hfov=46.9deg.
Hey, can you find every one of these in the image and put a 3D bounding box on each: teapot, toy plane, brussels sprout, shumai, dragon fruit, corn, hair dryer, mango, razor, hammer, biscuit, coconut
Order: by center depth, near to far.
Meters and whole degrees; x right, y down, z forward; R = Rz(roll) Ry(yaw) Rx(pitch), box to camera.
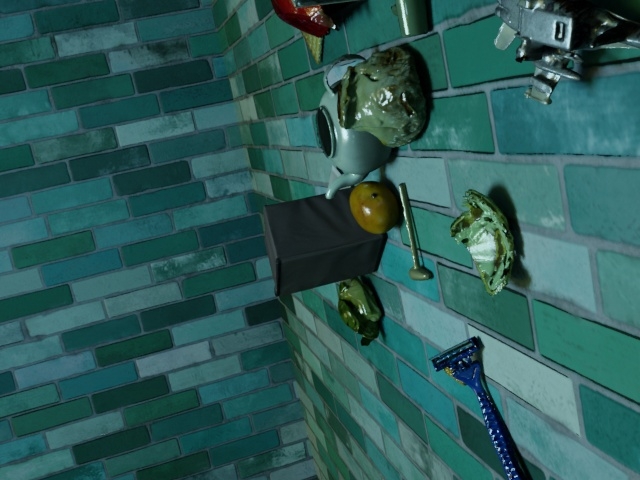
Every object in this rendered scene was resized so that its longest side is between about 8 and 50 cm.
[{"bbox_3d":[0.257,-0.216,0.745,0.262,0.088,0.192,-125,26,-57],"label":"toy plane"},{"bbox_3d":[0.244,-0.005,1.097,0.133,0.055,0.158,-142,41,-71],"label":"coconut"},{"bbox_3d":[0.133,-0.375,1.207,0.150,0.048,0.071,-120,18,-68],"label":"hair dryer"},{"bbox_3d":[0.299,0.326,1.251,0.056,0.093,0.324,15,-133,-58],"label":"razor"},{"bbox_3d":[0.093,-0.249,1.282,0.184,0.142,0.184,165,90,-81],"label":"shumai"},{"bbox_3d":[0.254,0.248,1.386,0.027,0.028,0.083,58,174,-22],"label":"corn"},{"bbox_3d":[0.179,-0.017,1.433,0.060,0.028,0.195,177,80,-71],"label":"hammer"},{"bbox_3d":[0.061,-0.226,1.464,0.193,0.130,0.294,-123,23,-54],"label":"teapot"},{"bbox_3d":[-0.064,-0.533,1.501,0.343,0.100,0.282,-105,-5,-79],"label":"dragon fruit"},{"bbox_3d":[0.108,-0.073,1.541,0.165,0.089,0.115,-127,17,-67],"label":"mango"},{"bbox_3d":[-0.017,-0.537,1.709,0.231,0.016,0.139,96,155,-56],"label":"biscuit"},{"bbox_3d":[0.094,0.168,1.846,0.181,0.101,0.139,54,177,33],"label":"brussels sprout"}]

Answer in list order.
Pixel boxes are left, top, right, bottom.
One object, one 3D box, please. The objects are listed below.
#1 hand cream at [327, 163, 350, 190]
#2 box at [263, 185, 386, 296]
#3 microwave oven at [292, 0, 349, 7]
[{"bbox_3d":[0.043,-0.054,1.871,0.133,0.083,0.247,-128,37,-56],"label":"hand cream"},{"bbox_3d":[0.000,0.000,1.688,0.188,0.253,0.153,98,156,-61],"label":"box"},{"bbox_3d":[0.017,-0.524,1.205,0.240,0.194,0.145,99,152,-54],"label":"microwave oven"}]
